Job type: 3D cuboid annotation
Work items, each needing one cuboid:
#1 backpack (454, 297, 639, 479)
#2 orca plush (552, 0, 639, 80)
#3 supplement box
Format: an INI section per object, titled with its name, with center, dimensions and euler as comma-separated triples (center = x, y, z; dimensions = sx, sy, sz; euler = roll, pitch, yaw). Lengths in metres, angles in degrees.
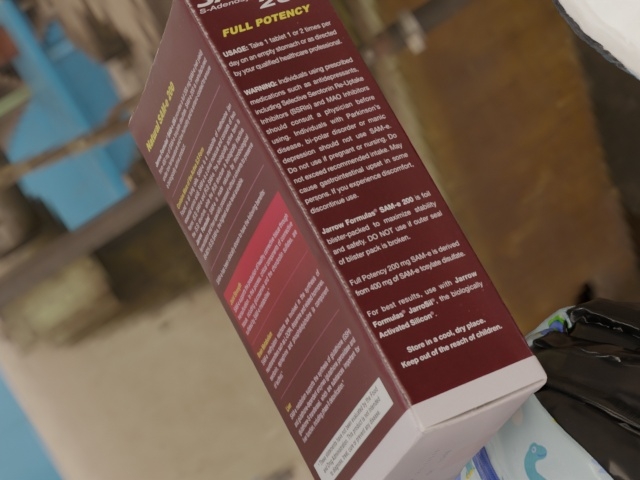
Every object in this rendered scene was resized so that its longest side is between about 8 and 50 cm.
[backpack]
center = 0.211, 0.186, 0.963
dimensions = 0.355, 0.290, 0.273
euler = 50, 128, 13
[orca plush]
center = 0.255, -0.110, 0.949
dimensions = 0.102, 0.287, 0.151
euler = -29, -63, -82
[supplement box]
center = 0.000, 0.000, 0.907
dimensions = 0.239, 0.073, 0.130
euler = 61, 153, 17
